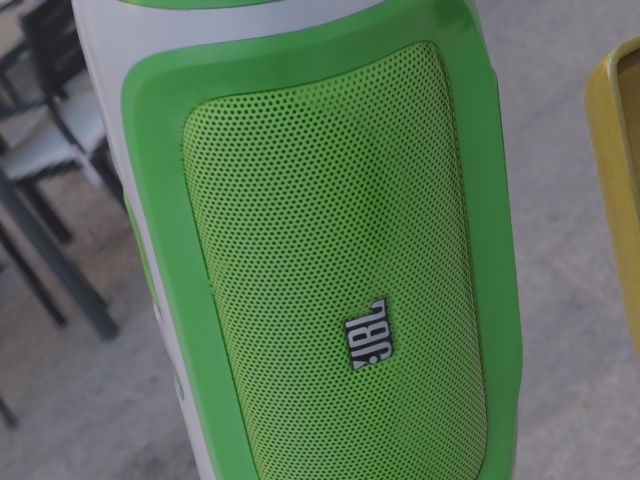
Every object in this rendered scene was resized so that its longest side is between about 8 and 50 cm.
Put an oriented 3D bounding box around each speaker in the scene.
[{"bbox_3d":[0.000,0.000,0.556,0.131,0.296,0.131,-7,36,5],"label":"speaker"}]

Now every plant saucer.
[{"bbox_3d":[0.352,-0.062,1.384,0.332,0.333,0.081,-29,24,-36],"label":"plant saucer"}]
